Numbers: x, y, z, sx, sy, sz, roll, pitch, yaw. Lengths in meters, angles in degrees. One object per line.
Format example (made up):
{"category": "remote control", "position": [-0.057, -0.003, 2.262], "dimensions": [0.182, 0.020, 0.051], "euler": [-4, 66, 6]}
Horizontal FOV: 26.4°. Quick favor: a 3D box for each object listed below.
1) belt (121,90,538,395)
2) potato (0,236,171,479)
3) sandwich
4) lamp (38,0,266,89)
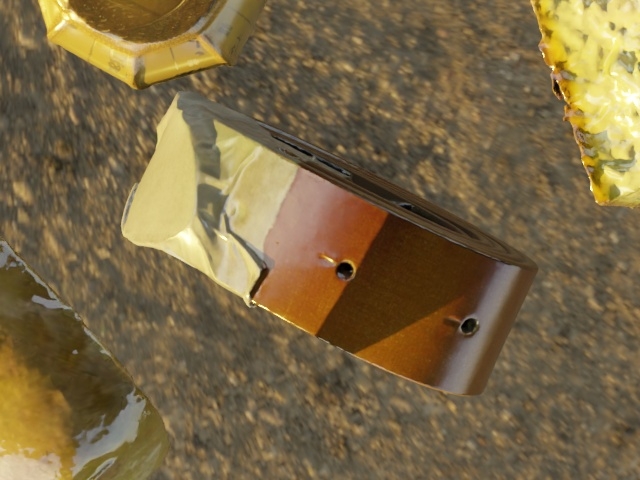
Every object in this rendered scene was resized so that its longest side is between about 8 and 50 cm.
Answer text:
{"category": "belt", "position": [0.000, 0.000, 1.068], "dimensions": [0.217, 0.338, 0.122], "euler": [9, 107, -60]}
{"category": "potato", "position": [-0.185, 0.094, 0.831], "dimensions": [0.120, 0.100, 0.261], "euler": [-51, 122, -27]}
{"category": "sandwich", "position": [0.137, -0.060, 0.537], "dimensions": [0.058, 0.162, 0.193], "euler": [-16, 120, 27]}
{"category": "lamp", "position": [-0.105, -0.176, 0.874], "dimensions": [0.161, 0.185, 0.161], "euler": [0, 95, 0]}
